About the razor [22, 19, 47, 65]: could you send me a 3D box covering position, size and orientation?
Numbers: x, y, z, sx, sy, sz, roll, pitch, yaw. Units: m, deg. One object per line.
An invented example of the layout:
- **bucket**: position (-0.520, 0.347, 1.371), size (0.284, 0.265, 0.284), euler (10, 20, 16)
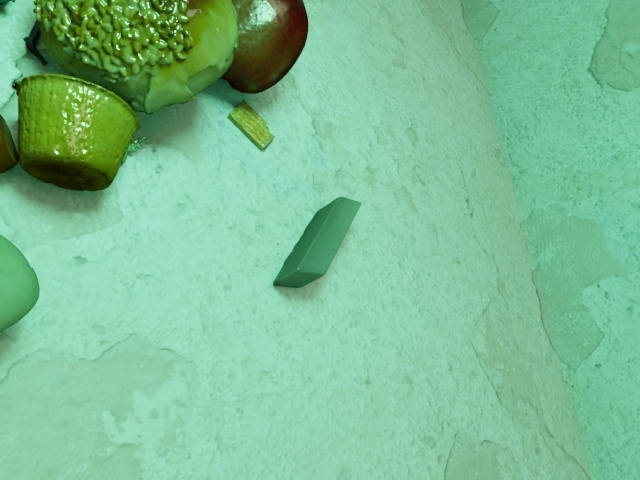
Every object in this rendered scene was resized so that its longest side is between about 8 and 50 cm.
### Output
- **razor**: position (-0.602, -0.465, 0.967), size (0.066, 0.033, 0.190), euler (75, 9, -60)

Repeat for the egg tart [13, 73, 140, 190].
- **egg tart**: position (-0.457, -0.197, 0.835), size (0.215, 0.215, 0.171), euler (16, 68, -35)

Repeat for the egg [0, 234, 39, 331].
- **egg**: position (-0.536, 0.057, 0.624), size (0.253, 0.186, 0.187), euler (20, 55, -33)

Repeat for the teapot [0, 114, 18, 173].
- **teapot**: position (-0.591, -0.166, 0.767), size (0.116, 0.116, 0.173), euler (6, 37, -40)

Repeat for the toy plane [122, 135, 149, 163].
- **toy plane**: position (-0.428, -0.218, 0.979), size (0.102, 0.040, 0.111), euler (3, 62, -20)

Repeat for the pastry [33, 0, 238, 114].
- **pastry**: position (-0.376, -0.464, 0.933), size (0.409, 0.245, 0.410), euler (1, 70, -3)

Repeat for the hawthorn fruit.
- **hawthorn fruit**: position (-0.182, -0.536, 1.189), size (0.295, 0.311, 0.295), euler (-8, 90, -66)

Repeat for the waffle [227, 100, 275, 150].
- **waffle**: position (-0.189, -0.323, 1.263), size (0.135, 0.021, 0.092), euler (43, 46, -16)

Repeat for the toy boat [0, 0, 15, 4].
- **toy boat**: position (-0.715, -0.594, 0.887), size (0.293, 0.108, 0.099), euler (49, 18, -10)

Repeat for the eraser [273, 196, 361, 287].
- **eraser**: position (0.001, 0.001, 1.190), size (0.077, 0.111, 0.353), euler (46, 45, -16)
